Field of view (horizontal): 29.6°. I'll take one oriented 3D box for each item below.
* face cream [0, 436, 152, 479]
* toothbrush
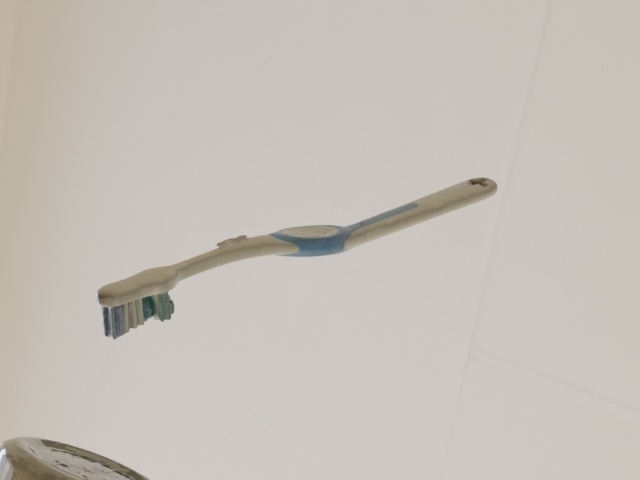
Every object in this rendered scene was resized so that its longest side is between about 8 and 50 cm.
[{"bbox_3d":[-0.173,0.241,0.666,0.101,0.101,0.252,19,-93,29],"label":"face cream"},{"bbox_3d":[0.000,-0.004,0.915,0.040,0.386,0.040,25,-55,43],"label":"toothbrush"}]
